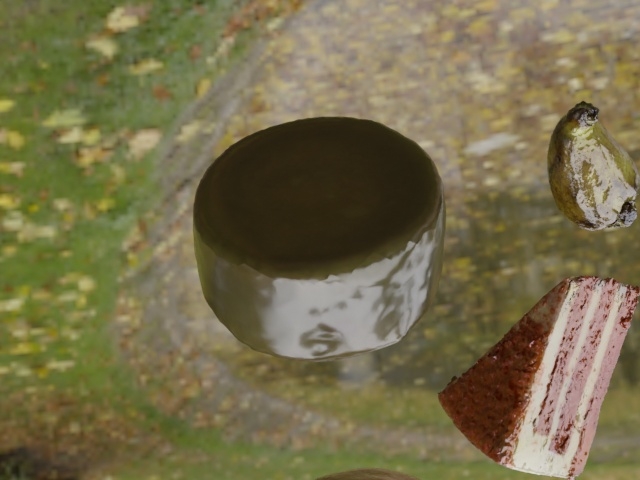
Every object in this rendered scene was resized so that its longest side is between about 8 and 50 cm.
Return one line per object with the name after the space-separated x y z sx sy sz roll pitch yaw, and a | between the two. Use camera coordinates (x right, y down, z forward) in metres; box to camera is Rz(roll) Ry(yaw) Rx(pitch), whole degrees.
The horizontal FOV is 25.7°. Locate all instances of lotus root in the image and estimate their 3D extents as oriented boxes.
0.310 -0.092 1.632 0.094 0.108 0.190 7 145 37 | lotus root

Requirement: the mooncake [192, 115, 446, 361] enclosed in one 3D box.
0.000 0.000 1.568 0.285 0.284 0.155 -7 132 -5 | mooncake

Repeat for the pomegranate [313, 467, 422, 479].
0.083 0.442 1.772 0.338 0.338 0.338 -7 166 -2 | pomegranate

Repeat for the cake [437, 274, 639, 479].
0.293 0.179 1.731 0.158 0.159 0.262 12 131 -39 | cake
